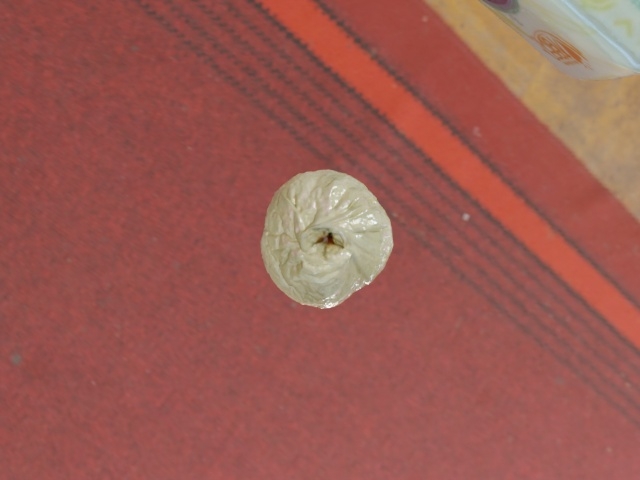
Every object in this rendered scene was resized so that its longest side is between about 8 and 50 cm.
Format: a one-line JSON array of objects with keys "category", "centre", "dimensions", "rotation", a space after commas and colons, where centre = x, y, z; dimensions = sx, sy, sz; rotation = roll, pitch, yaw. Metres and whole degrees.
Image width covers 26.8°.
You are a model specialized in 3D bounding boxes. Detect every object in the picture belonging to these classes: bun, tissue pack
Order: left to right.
[{"category": "bun", "centre": [0.000, 0.000, 1.095], "dimensions": [0.069, 0.115, 0.115], "rotation": [-19, 123, -72]}, {"category": "tissue pack", "centre": [0.182, -0.331, 1.324], "dimensions": [0.388, 0.287, 0.162], "rotation": [39, 93, -6]}]
